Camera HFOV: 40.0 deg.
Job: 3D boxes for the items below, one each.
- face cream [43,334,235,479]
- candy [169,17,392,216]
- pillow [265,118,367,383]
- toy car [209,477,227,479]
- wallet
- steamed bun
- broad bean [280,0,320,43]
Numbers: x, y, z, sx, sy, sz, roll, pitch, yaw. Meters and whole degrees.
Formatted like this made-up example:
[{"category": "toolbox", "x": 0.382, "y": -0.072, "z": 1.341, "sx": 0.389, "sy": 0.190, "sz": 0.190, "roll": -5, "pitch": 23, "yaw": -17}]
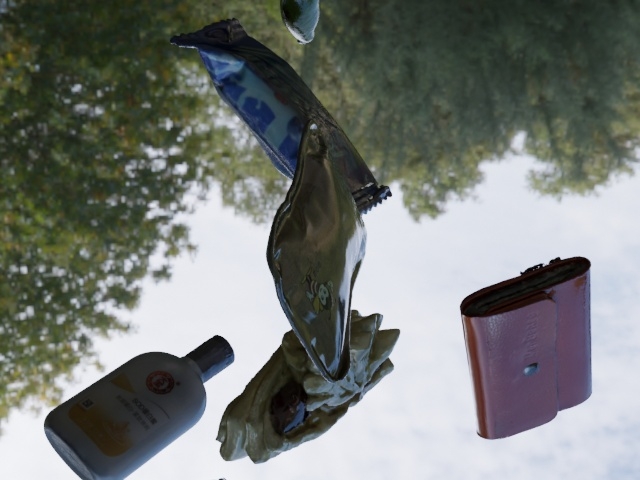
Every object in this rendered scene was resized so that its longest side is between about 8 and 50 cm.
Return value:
[{"category": "face cream", "x": -0.240, "y": 0.229, "z": 1.258, "sx": 0.144, "sy": 0.071, "sz": 0.291, "roll": 41, "pitch": -133, "yaw": 20}, {"category": "candy", "x": -0.043, "y": -0.158, "z": 1.152, "sx": 0.331, "sy": 0.077, "sz": 0.187, "roll": 51, "pitch": -151, "yaw": 0}, {"category": "pillow", "x": 0.001, "y": 0.000, "z": 0.663, "sx": 0.033, "sy": 0.130, "sz": 0.217, "roll": -16, "pitch": -152, "yaw": 19}, {"category": "toy car", "x": -0.139, "y": 0.368, "z": 0.885, "sx": 0.142, "sy": 0.247, "sz": 0.200, "roll": 37, "pitch": 170, "yaw": 6}, {"category": "wallet", "x": 0.222, "y": 0.119, "z": 0.924, "sx": 0.142, "sy": 0.204, "sz": 0.045, "roll": -20, "pitch": -140, "yaw": -6}, {"category": "steamed bun", "x": 0.011, "y": 0.242, "z": 1.625, "sx": 0.189, "sy": 0.247, "sz": 0.428, "roll": 12, "pitch": -153, "yaw": 40}, {"category": "broad bean", "x": -0.026, "y": -0.340, "z": 1.191, "sx": 0.048, "sy": 0.213, "sz": 0.070, "roll": 34, "pitch": -113, "yaw": 24}]
